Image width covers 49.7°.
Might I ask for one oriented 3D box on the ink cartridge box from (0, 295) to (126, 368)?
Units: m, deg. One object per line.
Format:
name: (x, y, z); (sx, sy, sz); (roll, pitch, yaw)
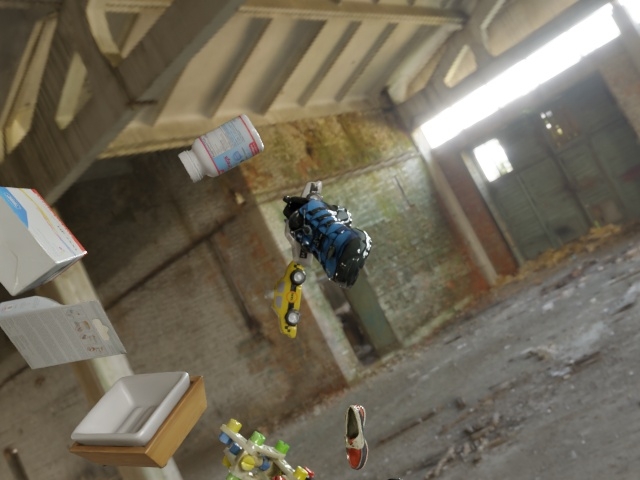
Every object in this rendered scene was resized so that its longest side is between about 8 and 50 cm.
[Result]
ink cartridge box: (-0.580, 0.200, 1.562); (0.232, 0.066, 0.189); (-13, -49, 0)

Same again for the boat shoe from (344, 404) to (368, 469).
boat shoe: (0.073, 0.421, 1.478); (0.049, 0.137, 0.043); (-5, -14, 26)

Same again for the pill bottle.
pill bottle: (-0.204, -0.184, 1.409); (0.160, 0.087, 0.087); (-30, -5, -6)

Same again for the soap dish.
soap dish: (-0.425, 0.427, 1.634); (0.291, 0.118, 0.229); (-11, 29, 37)

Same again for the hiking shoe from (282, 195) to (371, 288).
hiking shoe: (0.000, 0.000, 1.285); (0.304, 0.132, 0.113); (-123, 54, -69)

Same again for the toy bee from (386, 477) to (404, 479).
toy bee: (0.189, 0.408, 0.895); (0.195, 0.298, 0.162); (15, 27, 30)

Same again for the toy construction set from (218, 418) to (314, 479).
toy construction set: (-0.091, 0.521, 1.448); (0.151, 0.215, 0.328); (-48, 32, 5)

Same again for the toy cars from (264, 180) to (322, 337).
toy cars: (-0.068, 0.046, 1.559); (0.087, 0.394, 0.176); (8, 33, -7)

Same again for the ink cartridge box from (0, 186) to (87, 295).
ink cartridge box: (-0.431, -0.005, 1.021); (0.078, 0.134, 0.231); (-38, 7, -3)
